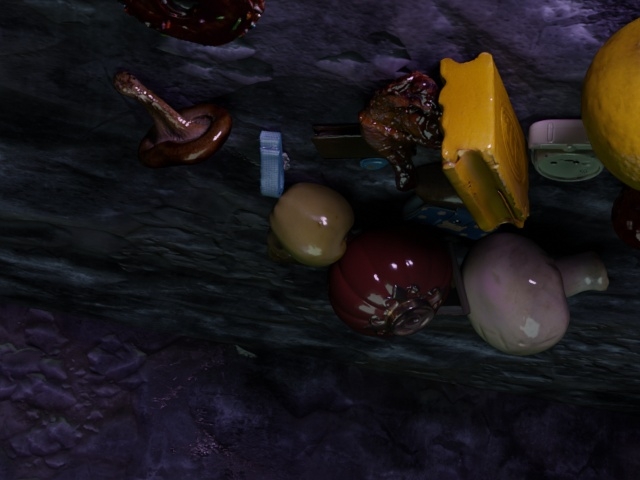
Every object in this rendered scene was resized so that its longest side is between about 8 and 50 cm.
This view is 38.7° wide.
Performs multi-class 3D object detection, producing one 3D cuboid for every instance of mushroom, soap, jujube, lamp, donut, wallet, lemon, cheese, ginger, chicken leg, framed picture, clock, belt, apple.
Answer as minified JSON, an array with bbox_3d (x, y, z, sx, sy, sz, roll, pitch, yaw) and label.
[{"bbox_3d":[0.284,-0.115,1.896,0.209,0.094,0.072,4,163,21],"label":"mushroom"},{"bbox_3d":[0.293,-0.160,1.606,0.096,0.204,0.324,-5,157,22],"label":"soap"},{"bbox_3d":[0.665,-0.072,1.801,0.155,0.155,0.230,5,150,5],"label":"jujube"},{"bbox_3d":[0.165,0.094,2.152,0.303,0.257,0.303,-17,141,-14],"label":"lamp"},{"bbox_3d":[-0.195,-0.381,1.338,0.234,0.089,0.235,6,160,2],"label":"donut"},{"bbox_3d":[0.086,-0.196,1.822,0.197,0.031,0.110,0,158,16],"label":"wallet"},{"bbox_3d":[0.530,-0.198,1.315,0.296,0.297,0.297,6,160,2],"label":"lemon"},{"bbox_3d":[0.130,-0.166,1.910,0.111,0.017,0.047,-9,158,36],"label":"cheese"},{"bbox_3d":[0.500,0.137,2.205,0.355,0.315,0.315,8,161,22],"label":"mushroom"},{"bbox_3d":[0.000,0.000,2.263,0.270,0.123,0.219,0,162,-10],"label":"ginger"},{"bbox_3d":[0.156,-0.201,1.662,0.177,0.083,0.322,38,155,-1],"label":"chicken leg"},{"bbox_3d":[0.262,0.099,2.307,0.018,0.192,0.265,-22,-172,-34],"label":"framed picture"},{"bbox_3d":[0.299,-0.058,2.080,0.202,0.059,0.141,15,156,-19],"label":"wallet"},{"bbox_3d":[0.473,-0.164,1.732,0.151,0.062,0.191,2,160,15],"label":"clock"},{"bbox_3d":[-0.100,-0.173,1.913,0.065,0.100,0.179,8,145,2],"label":"belt"},{"bbox_3d":[-0.015,-0.037,2.068,0.199,0.200,0.200,6,160,2],"label":"apple"},{"bbox_3d":[-0.301,-0.241,1.735,0.226,0.148,0.217,-10,138,28],"label":"mushroom"}]
